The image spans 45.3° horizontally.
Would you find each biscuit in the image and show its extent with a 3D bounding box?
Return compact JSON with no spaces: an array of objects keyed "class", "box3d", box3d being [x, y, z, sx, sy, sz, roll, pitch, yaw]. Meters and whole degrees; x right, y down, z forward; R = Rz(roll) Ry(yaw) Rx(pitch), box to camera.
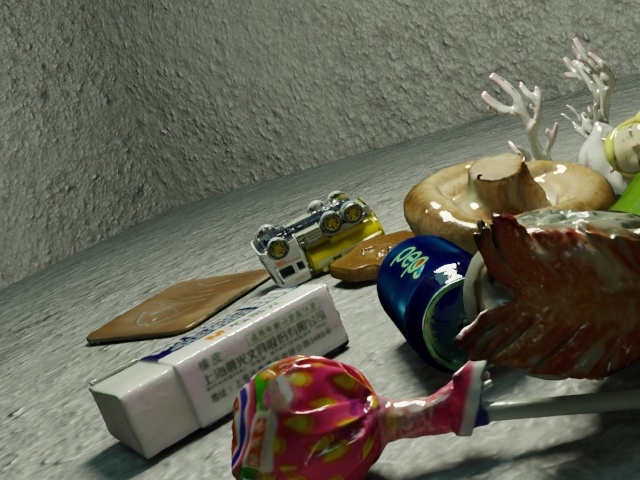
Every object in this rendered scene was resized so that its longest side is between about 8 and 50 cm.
[{"class":"biscuit","box3d":[0.132,0.023,1.227,0.215,0.034,0.182,-8,16,36]}]

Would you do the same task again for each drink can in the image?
[{"class":"drink can","box3d":[0.131,0.063,0.809,0.118,0.118,0.205,-20,10,-3]}]

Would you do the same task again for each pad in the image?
[{"class":"pad","box3d":[-0.263,0.122,1.453,0.287,0.018,0.284,-11,14,37]}]

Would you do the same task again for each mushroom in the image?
[{"class":"mushroom","box3d":[0.245,-0.040,1.012,0.279,0.145,0.278,-7,23,3]}]

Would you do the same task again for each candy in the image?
[{"class":"candy","box3d":[0.107,0.137,0.598,0.366,0.124,0.124,-8,13,12]}]

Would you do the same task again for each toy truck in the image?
[{"class":"toy truck","box3d":[0.000,0.000,1.354,0.227,0.114,0.098,-26,23,-8]}]

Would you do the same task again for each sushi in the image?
[{"class":"sushi","box3d":[0.232,0.037,0.621,0.130,0.124,0.332,7,4,41]}]

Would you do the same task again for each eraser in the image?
[{"class":"eraser","box3d":[-0.116,0.145,0.911,0.287,0.086,0.130,-26,11,-31]}]

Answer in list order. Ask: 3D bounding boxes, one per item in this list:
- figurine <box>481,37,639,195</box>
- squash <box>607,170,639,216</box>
[{"class":"figurine","box3d":[0.440,-0.181,1.135,0.206,0.284,0.316,-25,1,-36]},{"class":"squash","box3d":[0.384,-0.026,0.908,0.082,0.082,0.292,-9,17,42]}]
